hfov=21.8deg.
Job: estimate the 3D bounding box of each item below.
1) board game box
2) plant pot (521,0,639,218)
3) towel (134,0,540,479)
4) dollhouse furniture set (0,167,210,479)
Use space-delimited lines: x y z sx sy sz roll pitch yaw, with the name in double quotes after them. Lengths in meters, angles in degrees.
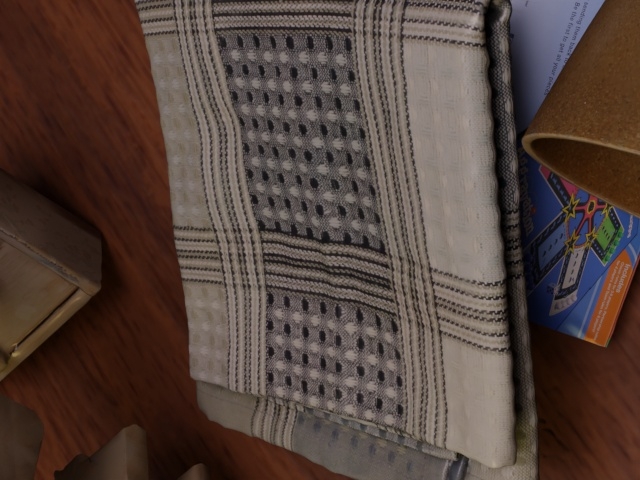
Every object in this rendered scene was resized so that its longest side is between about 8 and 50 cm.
0.152 -0.090 1.006 0.145 0.027 0.281 19 101 7 "board game box"
0.263 -0.123 0.877 0.237 0.237 0.254 20 85 29 "plant pot"
0.000 0.000 1.020 0.312 0.056 0.324 11 115 45 "towel"
-0.286 0.153 1.099 0.256 0.362 0.394 -41 33 23 "dollhouse furniture set"
